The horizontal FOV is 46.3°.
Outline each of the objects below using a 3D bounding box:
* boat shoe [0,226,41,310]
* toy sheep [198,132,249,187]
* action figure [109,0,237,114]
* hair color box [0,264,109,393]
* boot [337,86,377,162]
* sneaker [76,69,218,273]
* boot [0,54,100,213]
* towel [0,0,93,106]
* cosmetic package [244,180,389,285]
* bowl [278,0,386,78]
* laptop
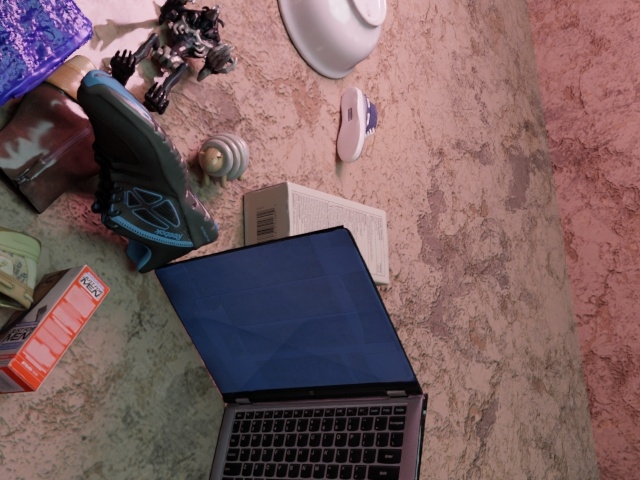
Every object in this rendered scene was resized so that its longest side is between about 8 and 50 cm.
[{"bbox_3d":[-0.445,0.019,0.847,0.285,0.104,0.089,16,66,-51],"label":"boat shoe"},{"bbox_3d":[-0.163,-0.141,1.282,0.091,0.091,0.132,71,24,-10],"label":"toy sheep"},{"bbox_3d":[-0.214,-0.323,1.218,0.164,0.141,0.275,47,47,-19],"label":"action figure"},{"bbox_3d":[-0.354,0.111,0.951,0.053,0.093,0.167,55,42,-28],"label":"hair color box"},{"bbox_3d":[0.090,-0.242,1.648,0.086,0.069,0.190,29,56,-42],"label":"boot"},{"bbox_3d":[-0.252,-0.075,1.020,0.140,0.125,0.341,-33,140,-10],"label":"sneaker"},{"bbox_3d":[-0.338,-0.113,1.069,0.248,0.090,0.207,53,58,-36],"label":"boot"},{"bbox_3d":[-0.436,-0.330,0.917,0.308,0.076,0.227,52,44,-25],"label":"towel"},{"bbox_3d":[0.000,0.000,1.431,0.309,0.113,0.160,15,69,-51],"label":"cosmetic package"},{"bbox_3d":[0.050,-0.513,1.619,0.298,0.134,0.298,19,66,-48],"label":"bowl"},{"bbox_3d":[-0.077,0.240,1.039,0.236,0.382,0.408,36,53,-41],"label":"laptop"}]
